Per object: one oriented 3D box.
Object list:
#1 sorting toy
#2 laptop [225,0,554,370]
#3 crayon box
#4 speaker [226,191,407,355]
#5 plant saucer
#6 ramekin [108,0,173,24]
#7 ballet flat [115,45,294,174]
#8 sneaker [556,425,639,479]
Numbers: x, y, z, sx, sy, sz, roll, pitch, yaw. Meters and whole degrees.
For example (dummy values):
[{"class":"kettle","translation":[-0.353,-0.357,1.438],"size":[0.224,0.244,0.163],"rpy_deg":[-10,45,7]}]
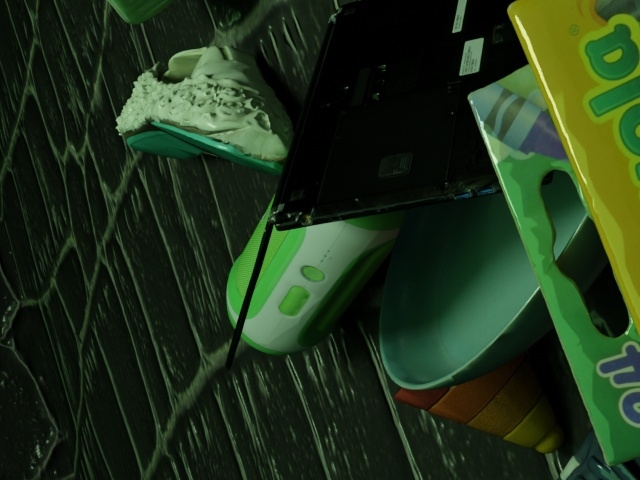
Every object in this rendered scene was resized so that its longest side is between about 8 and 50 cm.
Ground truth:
[{"class":"sorting toy","translation":[0.182,0.055,0.759],"size":[0.126,0.127,0.365],"rpy_deg":[43,142,6]},{"class":"laptop","translation":[0.047,-0.052,0.745],"size":[0.234,0.264,0.137],"rpy_deg":[-76,-32,-43]},{"class":"crayon box","translation":[0.217,-0.049,0.437],"size":[0.322,0.083,0.203],"rpy_deg":[-26,73,26]},{"class":"speaker","translation":[0.000,0.000,1.033],"size":[0.131,0.131,0.296],"rpy_deg":[68,151,22]},{"class":"plant saucer","translation":[0.131,-0.047,0.687],"size":[0.318,0.043,0.318],"rpy_deg":[-60,12,21]},{"class":"ramekin","translation":[-0.230,-0.374,1.154],"size":[0.303,0.148,0.303],"rpy_deg":[50,180,0]},{"class":"ballet flat","translation":[-0.136,-0.160,1.252],"size":[0.409,0.147,0.147],"rpy_deg":[14,112,61]},{"class":"sneaker","translation":[0.173,0.223,0.745],"size":[0.131,0.148,0.350],"rpy_deg":[53,144,41]}]
